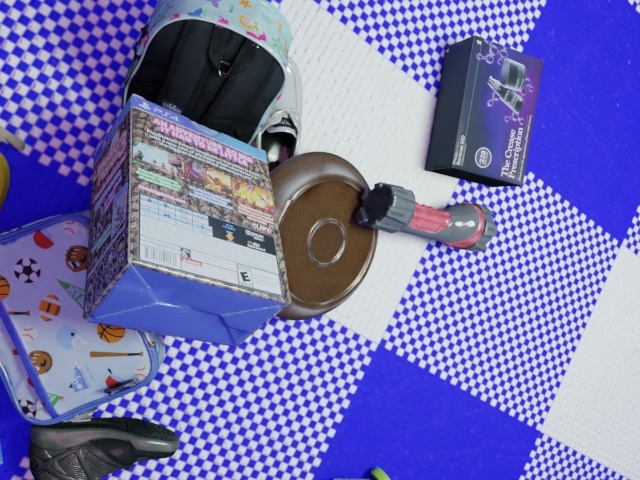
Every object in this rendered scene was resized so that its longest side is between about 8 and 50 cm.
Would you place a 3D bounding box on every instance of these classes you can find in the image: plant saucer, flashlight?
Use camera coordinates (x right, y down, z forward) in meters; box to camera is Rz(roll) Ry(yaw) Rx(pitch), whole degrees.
[{"bbox_3d":[0.000,0.000,1.028,0.310,0.050,0.311,-13,111,-37],"label":"plant saucer"},{"bbox_3d":[0.212,-0.046,1.091,0.304,0.103,0.103,13,92,-42],"label":"flashlight"}]

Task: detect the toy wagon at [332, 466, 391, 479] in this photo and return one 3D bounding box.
[{"bbox_3d":[0.085,0.632,1.145,0.267,0.068,0.344,-38,107,-16],"label":"toy wagon"}]

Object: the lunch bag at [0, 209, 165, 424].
[{"bbox_3d":[-0.385,0.120,0.866,0.243,0.115,0.303,-20,100,-4],"label":"lunch bag"}]

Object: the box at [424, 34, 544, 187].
[{"bbox_3d":[0.333,-0.254,1.177,0.184,0.103,0.261,9,90,-21],"label":"box"}]

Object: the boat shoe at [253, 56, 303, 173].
[{"bbox_3d":[-0.075,-0.196,1.008,0.096,0.088,0.268,12,89,-24],"label":"boat shoe"}]

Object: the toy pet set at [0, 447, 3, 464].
[{"bbox_3d":[-0.544,0.336,0.870,0.114,0.065,0.122,-35,106,19],"label":"toy pet set"}]

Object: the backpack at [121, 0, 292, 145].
[{"bbox_3d":[-0.163,-0.271,0.877,0.225,0.253,0.191,18,61,-22],"label":"backpack"}]

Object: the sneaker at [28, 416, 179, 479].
[{"bbox_3d":[-0.348,0.357,0.932,0.227,0.087,0.130,6,93,-21],"label":"sneaker"}]

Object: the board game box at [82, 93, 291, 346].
[{"bbox_3d":[-0.192,-0.023,0.824,0.232,0.141,0.291,19,44,-36],"label":"board game box"}]

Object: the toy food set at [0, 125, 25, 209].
[{"bbox_3d":[-0.518,-0.076,0.825,0.071,0.128,0.218,20,86,6],"label":"toy food set"}]
